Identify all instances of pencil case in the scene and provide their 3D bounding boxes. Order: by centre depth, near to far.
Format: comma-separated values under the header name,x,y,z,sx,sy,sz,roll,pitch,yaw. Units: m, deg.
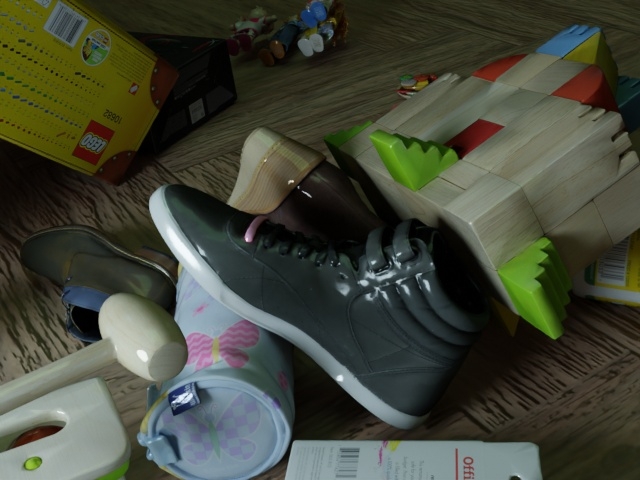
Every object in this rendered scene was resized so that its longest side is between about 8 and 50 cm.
name,x,y,z,sx,sy,sz,roll,pitch,yaw
pencil case,-0.084,0.089,0.768,0.124,0.113,0.273,-28,28,16

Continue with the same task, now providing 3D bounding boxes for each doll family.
name,x,y,z,sx,sy,sz,roll,pitch,yaw
doll family,-0.041,-0.388,1.574,0.263,0.118,0.163,-12,32,29

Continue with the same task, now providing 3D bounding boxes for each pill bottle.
name,x,y,z,sx,sy,sz,roll,pitch,yaw
pill bottle,0.346,0.012,0.791,0.208,0.118,0.117,9,35,27

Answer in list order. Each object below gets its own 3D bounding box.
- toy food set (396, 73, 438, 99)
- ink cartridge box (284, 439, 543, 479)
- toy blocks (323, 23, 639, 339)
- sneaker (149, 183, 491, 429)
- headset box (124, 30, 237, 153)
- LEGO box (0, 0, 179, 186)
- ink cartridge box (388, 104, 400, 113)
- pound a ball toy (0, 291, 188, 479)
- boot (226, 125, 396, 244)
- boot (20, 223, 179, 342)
name,x,y,z,sx,sy,sz,roll,pitch,yaw
toy food set,0.160,-0.242,1.348,0.082,0.020,0.083,-6,31,3
ink cartridge box,0.065,0.198,0.601,0.181,0.062,0.104,-2,32,10
toy blocks,0.191,-0.092,0.786,0.261,0.191,0.381,-36,25,-6
sneaker,0.009,0.014,0.695,0.295,0.147,0.104,37,25,-3
headset box,-0.319,-0.249,1.381,0.293,0.110,0.218,12,37,30
LEGO box,-0.471,-0.282,1.040,0.372,0.193,0.500,30,1,25
ink cartridge box,0.177,-0.094,1.005,0.198,0.115,0.067,4,32,19
pound a ball toy,-0.249,0.157,0.585,0.319,0.208,0.136,-17,34,-22
boot,0.000,0.000,0.899,0.207,0.248,0.090,40,72,9
boot,-0.258,0.044,0.911,0.219,0.082,0.106,10,32,23
